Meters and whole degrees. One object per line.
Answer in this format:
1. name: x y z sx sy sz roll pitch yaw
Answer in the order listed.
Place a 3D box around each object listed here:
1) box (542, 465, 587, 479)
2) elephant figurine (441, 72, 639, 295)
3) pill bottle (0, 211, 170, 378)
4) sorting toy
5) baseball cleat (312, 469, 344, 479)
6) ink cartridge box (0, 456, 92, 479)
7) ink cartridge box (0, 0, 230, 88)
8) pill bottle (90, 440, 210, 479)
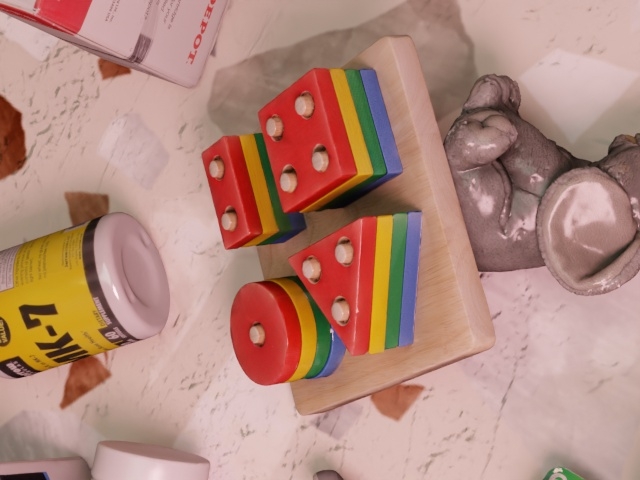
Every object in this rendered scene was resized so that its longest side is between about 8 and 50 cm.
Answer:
1. box: 0.188 0.280 1.148 0.105 0.043 0.179 31 84 -4
2. elephant figurine: 0.214 -0.027 1.142 0.239 0.169 0.186 22 135 12
3. pill bottle: -0.254 0.059 1.314 0.208 0.119 0.119 -18 78 17
4. sorting toy: 0.000 0.000 1.174 0.257 0.089 0.255 -30 71 52
5. baseball cleat: 0.074 0.271 1.211 0.109 0.072 0.206 -29 79 0
6. ink cartridge box: -0.370 0.305 1.302 0.332 0.165 0.065 -32 75 14
7. ink cartridge box: -0.180 -0.264 1.246 0.114 0.273 0.197 21 91 24
8. pill bottle: -0.166 0.304 1.245 0.136 0.136 0.246 9 87 20
